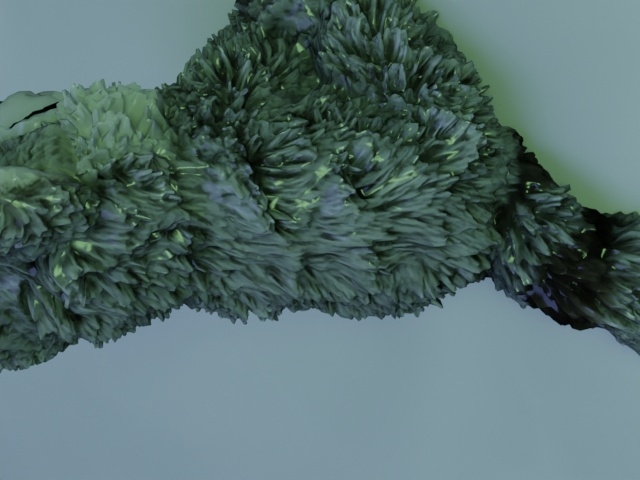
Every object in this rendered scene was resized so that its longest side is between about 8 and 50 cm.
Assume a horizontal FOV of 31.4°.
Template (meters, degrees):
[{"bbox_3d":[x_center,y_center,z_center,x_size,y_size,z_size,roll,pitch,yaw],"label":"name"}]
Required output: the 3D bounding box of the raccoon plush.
[{"bbox_3d":[0.000,0.000,0.651,0.447,0.299,0.216,19,132,29],"label":"raccoon plush"}]
